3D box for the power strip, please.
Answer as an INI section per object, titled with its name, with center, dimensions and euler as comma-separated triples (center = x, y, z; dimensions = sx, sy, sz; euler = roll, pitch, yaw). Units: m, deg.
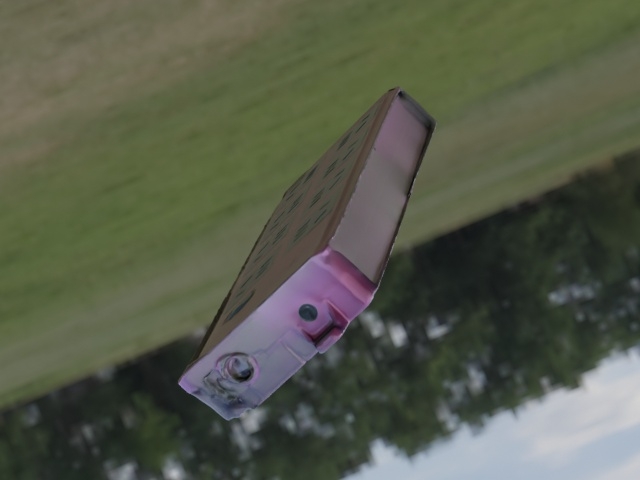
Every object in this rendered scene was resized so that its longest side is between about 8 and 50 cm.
[power strip]
center = 0.000, 0.000, 0.970
dimensions = 0.109, 0.037, 0.279
euler = -43, -171, 22
